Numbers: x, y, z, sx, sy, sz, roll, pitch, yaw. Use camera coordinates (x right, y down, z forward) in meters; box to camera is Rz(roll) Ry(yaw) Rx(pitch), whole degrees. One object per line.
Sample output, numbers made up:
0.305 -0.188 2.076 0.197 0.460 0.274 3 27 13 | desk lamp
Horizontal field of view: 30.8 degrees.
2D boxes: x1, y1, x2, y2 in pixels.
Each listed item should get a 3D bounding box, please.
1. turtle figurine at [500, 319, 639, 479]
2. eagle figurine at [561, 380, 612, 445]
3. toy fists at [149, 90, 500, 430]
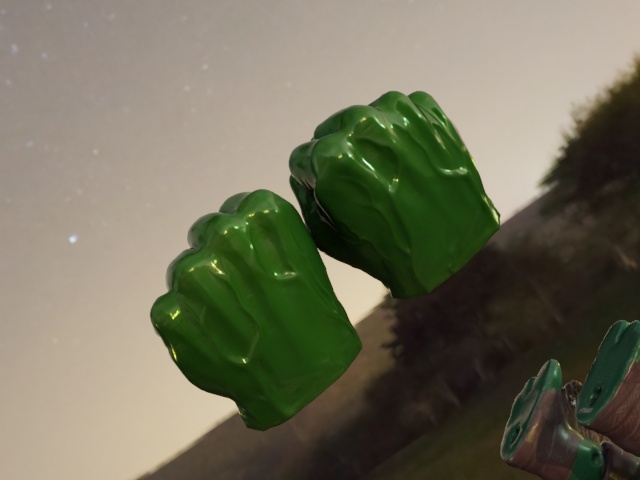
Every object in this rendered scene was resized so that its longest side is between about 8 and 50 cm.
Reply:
0.213 0.131 0.565 0.175 0.234 0.118 -52 11 41 | turtle figurine
0.287 0.255 1.030 0.298 0.226 0.225 20 -76 -56 | eagle figurine
0.000 0.000 0.842 0.279 0.142 0.096 -39 21 -18 | toy fists
